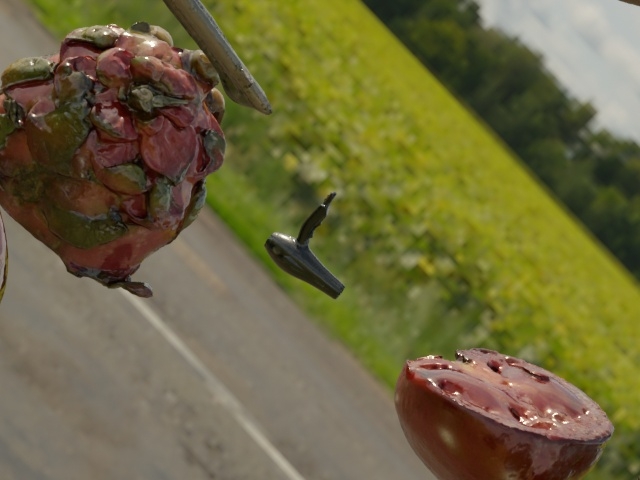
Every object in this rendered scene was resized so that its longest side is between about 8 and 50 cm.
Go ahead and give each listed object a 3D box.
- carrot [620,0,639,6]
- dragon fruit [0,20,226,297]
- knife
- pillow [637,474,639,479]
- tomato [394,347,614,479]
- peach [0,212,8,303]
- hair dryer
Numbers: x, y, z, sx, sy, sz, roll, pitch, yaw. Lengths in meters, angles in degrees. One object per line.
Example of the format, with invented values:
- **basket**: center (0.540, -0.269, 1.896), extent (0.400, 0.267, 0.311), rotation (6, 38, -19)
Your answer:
- **carrot**: center (0.298, -0.267, 1.882), extent (0.263, 0.102, 0.102), rotation (1, 35, -35)
- **dragon fruit**: center (-0.229, -0.134, 2.328), extent (0.314, 0.263, 0.296), rotation (44, 25, -5)
- **knife**: center (-0.129, -0.214, 1.769), extent (0.089, 0.043, 0.365), rotation (57, 2, 35)
- **pillow**: center (0.357, 0.339, 1.961), extent (0.212, 0.052, 0.208), rotation (23, 60, -70)
- **tomato**: center (0.175, 0.204, 1.967), extent (0.233, 0.139, 0.200), rotation (1, 23, -46)
- **peach**: center (-0.380, 0.009, 1.515), extent (0.281, 0.281, 0.238), rotation (39, 10, -50)
- **hair dryer**: center (0.000, 0.000, 1.665), extent (0.079, 0.083, 0.031), rotation (35, 21, 9)
